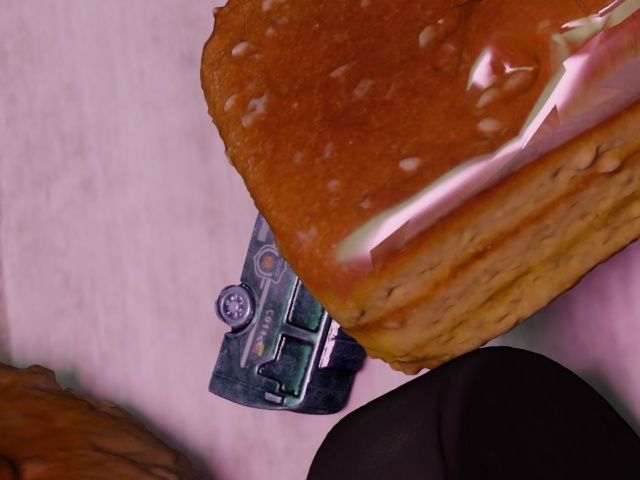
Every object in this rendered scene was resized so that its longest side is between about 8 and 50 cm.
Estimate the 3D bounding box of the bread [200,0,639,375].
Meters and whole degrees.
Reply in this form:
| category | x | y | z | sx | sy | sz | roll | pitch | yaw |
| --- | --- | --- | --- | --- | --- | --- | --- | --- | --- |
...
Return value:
| category | x | y | z | sx | sy | sz | roll | pitch | yaw |
| --- | --- | --- | --- | --- | --- | --- | --- | --- | --- |
| bread | 0.076 | -0.079 | 0.725 | 0.234 | 0.110 | 0.184 | -37 | 46 | 8 |

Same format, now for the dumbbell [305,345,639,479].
| category | x | y | z | sx | sy | sz | roll | pitch | yaw |
| --- | --- | --- | --- | --- | --- | --- | --- | --- | --- |
| dumbbell | 0.171 | 0.086 | 0.621 | 0.322 | 0.204 | 0.203 | -31 | 66 | 28 |

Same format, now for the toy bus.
| category | x | y | z | sx | sy | sz | roll | pitch | yaw |
| --- | --- | --- | --- | --- | --- | --- | --- | --- | --- |
| toy bus | 0.000 | 0.000 | 0.855 | 0.065 | 0.047 | 0.165 | 17 | 92 | 33 |

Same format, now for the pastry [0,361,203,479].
| category | x | y | z | sx | sy | sz | roll | pitch | yaw |
| --- | --- | --- | --- | --- | --- | --- | --- | --- | --- |
| pastry | -0.198 | 0.146 | 0.826 | 0.330 | 0.330 | 0.136 | 23 | 113 | 36 |
